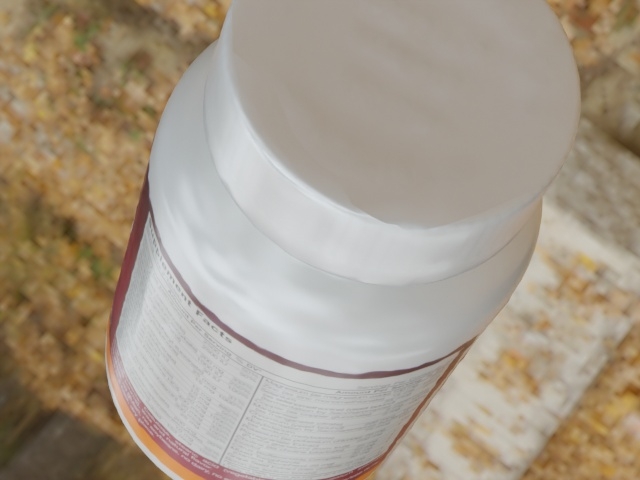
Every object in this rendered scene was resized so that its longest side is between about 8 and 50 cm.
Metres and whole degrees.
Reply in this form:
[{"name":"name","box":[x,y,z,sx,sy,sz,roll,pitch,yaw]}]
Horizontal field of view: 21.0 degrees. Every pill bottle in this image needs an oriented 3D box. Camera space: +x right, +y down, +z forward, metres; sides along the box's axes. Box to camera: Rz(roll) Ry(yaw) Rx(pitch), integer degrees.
[{"name":"pill bottle","box":[0.000,0.000,0.559,0.121,0.121,0.221,37,151,6]}]
